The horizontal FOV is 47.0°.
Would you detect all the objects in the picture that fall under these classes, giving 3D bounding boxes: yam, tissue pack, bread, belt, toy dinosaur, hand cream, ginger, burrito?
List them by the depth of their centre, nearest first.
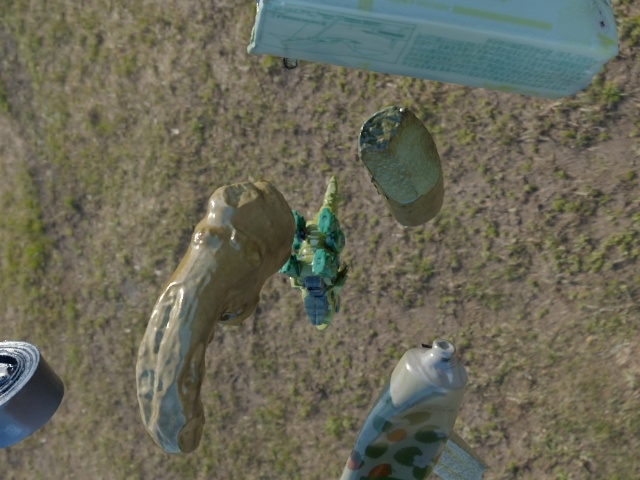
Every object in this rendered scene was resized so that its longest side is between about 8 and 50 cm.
[{"bbox_3d":[-0.062,0.032,0.425,0.051,0.069,0.173,13,59,26],"label":"ginger"},{"bbox_3d":[0.043,0.125,0.426,0.037,0.057,0.165,-108,31,-59],"label":"hand cream"},{"bbox_3d":[0.129,-0.335,0.839,0.162,0.387,0.288,133,144,-75],"label":"tissue pack"},{"bbox_3d":[-0.441,0.204,0.983,0.190,0.141,0.082,-4,127,27],"label":"belt"},{"bbox_3d":[0.124,-0.099,1.068,0.106,0.259,0.106,-3,75,13],"label":"yam"},{"bbox_3d":[0.000,0.000,1.132,0.094,0.153,0.259,-1,68,16],"label":"toy dinosaur"},{"bbox_3d":[0.218,0.384,1.322,0.152,0.105,0.077,43,102,24],"label":"bread"},{"bbox_3d":[-0.039,-0.356,1.413,0.041,0.149,0.055,9,108,14],"label":"burrito"}]
